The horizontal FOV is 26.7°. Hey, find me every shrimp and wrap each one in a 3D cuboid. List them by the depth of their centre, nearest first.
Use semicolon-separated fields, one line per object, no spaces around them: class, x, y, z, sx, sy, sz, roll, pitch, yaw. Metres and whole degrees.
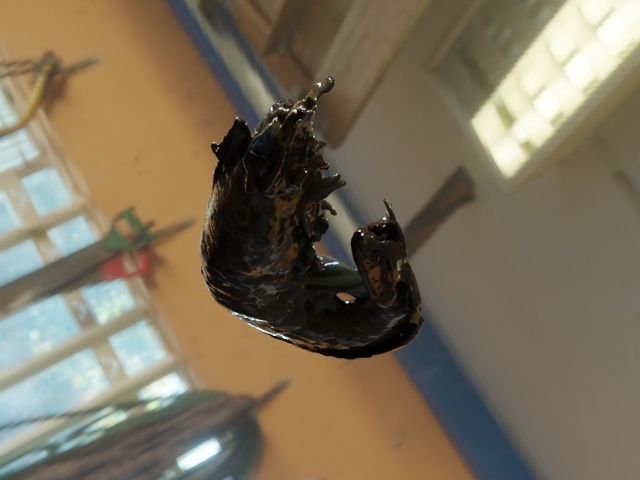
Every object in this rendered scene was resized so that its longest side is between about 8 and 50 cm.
shrimp;0.000;0.000;0.669;0.126;0.047;0.223;24;-30;6
